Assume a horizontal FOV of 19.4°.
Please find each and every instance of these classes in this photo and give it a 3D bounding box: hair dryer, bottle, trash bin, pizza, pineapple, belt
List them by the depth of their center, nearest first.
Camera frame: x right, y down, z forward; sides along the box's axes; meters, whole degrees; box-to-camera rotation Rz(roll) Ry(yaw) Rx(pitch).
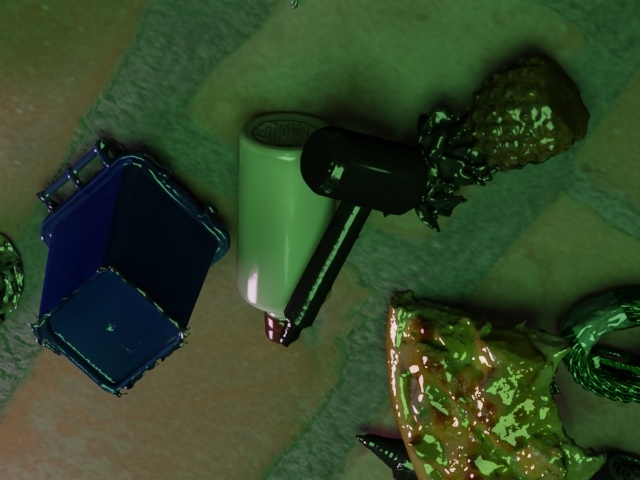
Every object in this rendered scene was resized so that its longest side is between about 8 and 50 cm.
[{"bbox_3d":[0.001,0.000,1.883,0.114,0.070,0.248,13,118,-35],"label":"hair dryer"},{"bbox_3d":[0.153,-0.092,1.902,0.237,0.111,0.119,-28,81,26],"label":"pineapple"},{"bbox_3d":[-0.206,0.028,1.906,0.162,0.234,0.184,-39,111,22],"label":"trash bin"},{"bbox_3d":[-0.037,-0.004,1.955,0.104,0.104,0.245,3,119,1],"label":"bottle"},{"bbox_3d":[0.179,0.200,1.995,0.223,0.089,0.323,-15,96,33],"label":"pizza"},{"bbox_3d":[0.328,0.109,2.018,0.151,0.079,0.121,-5,108,-6],"label":"belt"},{"bbox_3d":[0.207,0.281,2.108,0.352,0.107,0.189,26,114,-5],"label":"hair dryer"}]

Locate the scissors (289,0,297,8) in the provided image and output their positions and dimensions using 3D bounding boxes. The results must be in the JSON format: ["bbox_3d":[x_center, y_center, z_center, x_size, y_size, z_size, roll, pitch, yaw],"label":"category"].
[{"bbox_3d":[-0.047,-0.313,1.838,0.100,0.015,0.189,-8,119,10],"label":"scissors"}]

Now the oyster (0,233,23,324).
[{"bbox_3d":[-0.454,0.071,2.045,0.252,0.087,0.199,2,120,-12],"label":"oyster"}]
